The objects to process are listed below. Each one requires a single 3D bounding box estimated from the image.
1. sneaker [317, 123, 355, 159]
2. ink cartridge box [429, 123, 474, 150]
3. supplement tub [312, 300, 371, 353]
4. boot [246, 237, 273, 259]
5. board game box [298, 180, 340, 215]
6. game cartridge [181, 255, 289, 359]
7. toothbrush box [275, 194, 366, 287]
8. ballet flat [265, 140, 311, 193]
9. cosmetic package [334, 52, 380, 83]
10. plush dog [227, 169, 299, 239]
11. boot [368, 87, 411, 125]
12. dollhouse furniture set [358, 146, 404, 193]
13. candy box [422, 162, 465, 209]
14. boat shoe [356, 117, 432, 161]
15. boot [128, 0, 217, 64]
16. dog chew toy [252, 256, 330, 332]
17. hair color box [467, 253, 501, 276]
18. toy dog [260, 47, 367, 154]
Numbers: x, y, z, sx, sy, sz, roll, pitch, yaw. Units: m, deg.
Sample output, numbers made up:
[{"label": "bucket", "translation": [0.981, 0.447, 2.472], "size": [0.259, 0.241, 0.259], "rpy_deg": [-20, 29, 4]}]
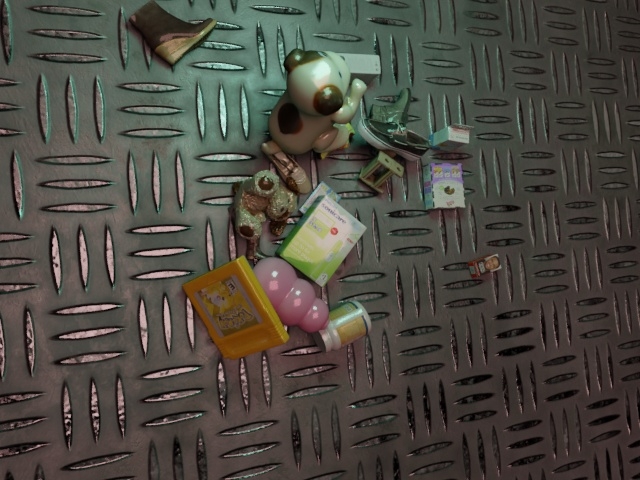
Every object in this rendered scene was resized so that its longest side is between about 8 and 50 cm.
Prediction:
[{"label": "sneaker", "translation": [0.069, -0.390, 1.819], "size": [0.094, 0.081, 0.208], "rpy_deg": [43, 73, -15]}, {"label": "ink cartridge box", "translation": [0.557, -0.436, 1.948], "size": [0.105, 0.181, 0.061], "rpy_deg": [4, 85, -20]}, {"label": "supplement tub", "translation": [0.077, 0.329, 1.740], "size": [0.200, 0.144, 0.144], "rpy_deg": [-23, 94, -20]}, {"label": "boot", "translation": [-0.226, 0.016, 1.709], "size": [0.107, 0.037, 0.114], "rpy_deg": [3, 81, -22]}, {"label": "board game box", "translation": [-0.003, -0.143, 1.804], "size": [0.103, 0.026, 0.154], "rpy_deg": [41, 74, -13]}, {"label": "game cartridge", "translation": [-0.294, 0.241, 1.557], "size": [0.323, 0.286, 0.053], "rpy_deg": [62, 30, -6]}, {"label": "toothbrush box", "translation": [0.000, 0.000, 1.727], "size": [0.206, 0.122, 0.283], "rpy_deg": [39, 82, -14]}, {"label": "ballet flat", "translation": [-0.122, -0.278, 1.741], "size": [0.248, 0.086, 0.086], "rpy_deg": [45, 73, -12]}, {"label": "cosmetic package", "translation": [0.111, -0.688, 1.836], "size": [0.231, 0.117, 0.085], "rpy_deg": [-4, 87, -22]}, {"label": "plush dog", "translation": [-0.193, -0.141, 1.678], "size": [0.226, 0.210, 0.262], "rpy_deg": [11, 111, -33]}, {"label": "boot", "translation": [0.287, -0.552, 1.906], "size": [0.161, 0.083, 0.246], "rpy_deg": [10, 62, 2]}, {"label": "dollhouse furniture set", "translation": [0.260, -0.314, 1.882], "size": [0.129, 0.129, 0.183], "rpy_deg": [34, 46, -16]}, {"label": "candy box", "translation": [0.535, -0.232, 1.987], "size": [0.165, 0.070, 0.196], "rpy_deg": [-2, 87, -21]}, {"label": "boat shoe", "translation": [0.296, -0.420, 1.801], "size": [0.335, 0.119, 0.121], "rpy_deg": [13, 54, -32]}, {"label": "boot", "translation": [-0.517, -0.771, 1.621], "size": [0.248, 0.090, 0.207], "rpy_deg": [-45, 104, -13]}, {"label": "dog chew toy", "translation": [-0.111, 0.207, 1.629], "size": [0.332, 0.206, 0.206], "rpy_deg": [35, 75, -3]}, {"label": "hair color box", "translation": [0.736, 0.112, 2.053], "size": [0.141, 0.043, 0.071], "rpy_deg": [-18, 92, -21]}, {"label": "toy dog", "translation": [-0.041, -0.481, 1.547], "size": [0.396, 0.408, 0.284], "rpy_deg": [-27, 83, -19]}]
